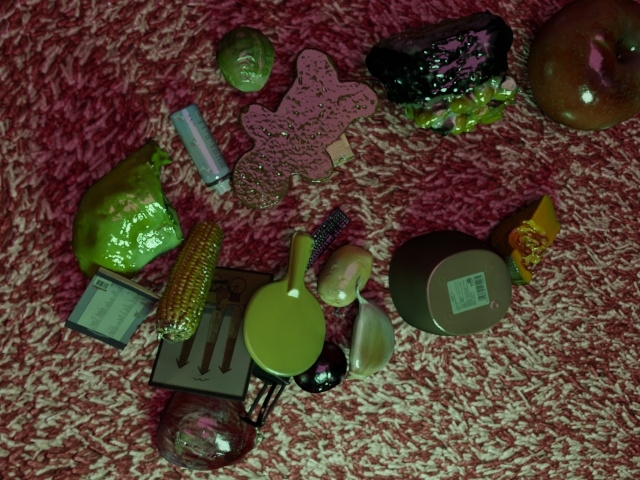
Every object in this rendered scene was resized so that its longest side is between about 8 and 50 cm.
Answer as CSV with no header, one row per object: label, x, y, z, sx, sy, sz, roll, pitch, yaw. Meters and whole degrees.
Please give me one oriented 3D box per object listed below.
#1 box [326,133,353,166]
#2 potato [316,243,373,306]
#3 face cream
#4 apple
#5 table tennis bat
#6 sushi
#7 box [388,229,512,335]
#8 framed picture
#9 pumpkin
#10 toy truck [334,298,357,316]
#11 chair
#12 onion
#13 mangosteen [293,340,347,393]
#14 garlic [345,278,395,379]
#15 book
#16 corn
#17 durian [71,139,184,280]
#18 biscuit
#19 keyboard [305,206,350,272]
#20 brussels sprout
box,0.027,-0.269,1.853,0.073,0.020,0.149,-26,101,-10
potato,0.063,0.091,1.855,0.118,0.109,0.178,35,87,-29
face cream,-0.288,-0.221,1.750,0.075,0.075,0.229,-29,101,-10
apple,0.722,-0.466,1.875,0.349,0.277,0.348,-1,94,-16
table tennis bat,-0.077,0.149,1.738,0.224,0.054,0.368,20,69,-27
sushi,0.306,-0.394,1.761,0.329,0.328,0.285,-21,111,-13
box,0.354,0.120,1.879,0.301,0.216,0.300,-2,96,-16
framed picture,-0.262,0.214,1.719,0.244,0.013,0.323,7,66,11
pumpkin,0.559,-0.002,1.971,0.131,0.126,0.248,49,66,-19
toy truck,0.072,0.175,1.909,0.032,0.024,0.083,36,84,7
chair,-0.147,0.318,1.773,0.141,0.154,0.260,36,66,-14
onion,-0.271,0.494,1.810,0.284,0.120,0.227,15,97,-15
mangosteen,-0.008,0.323,1.854,0.153,0.152,0.152,-2,96,-14
garlic,0.132,0.229,1.872,0.129,0.148,0.266,-2,91,5
book,-0.500,0.167,1.697,0.157,0.026,0.231,29,127,-18
corn,-0.315,0.097,1.709,0.115,0.115,0.317,20,65,-15
durian,-0.451,-0.044,1.666,0.340,0.204,0.255,-36,115,-7
biscuit,-0.070,-0.270,1.797,0.283,0.064,0.432,35,98,-15
keyboard,0.000,0.000,1.877,0.060,0.018,0.195,42,85,-17
brussels sprout,-0.183,-0.446,1.732,0.155,0.117,0.155,3,79,-14
